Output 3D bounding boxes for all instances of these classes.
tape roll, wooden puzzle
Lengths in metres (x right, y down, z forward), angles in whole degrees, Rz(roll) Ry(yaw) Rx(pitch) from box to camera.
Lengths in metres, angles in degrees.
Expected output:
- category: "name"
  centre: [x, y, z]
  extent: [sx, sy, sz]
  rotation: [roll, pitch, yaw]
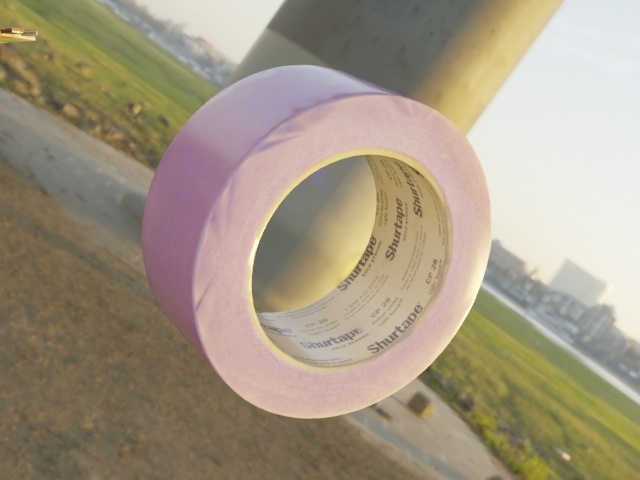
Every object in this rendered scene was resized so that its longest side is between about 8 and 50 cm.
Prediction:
- category: "tape roll"
  centre: [0.000, 0.000, 0.549]
  extent: [0.189, 0.189, 0.080]
  rotation: [33, 2, -36]
- category: "wooden puzzle"
  centre: [-0.214, -0.129, 0.604]
  extent: [0.083, 0.006, 0.049]
  rotation: [-1, 6, 14]
